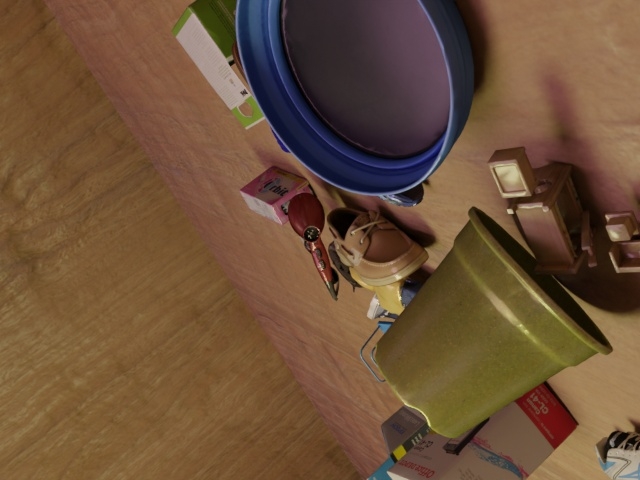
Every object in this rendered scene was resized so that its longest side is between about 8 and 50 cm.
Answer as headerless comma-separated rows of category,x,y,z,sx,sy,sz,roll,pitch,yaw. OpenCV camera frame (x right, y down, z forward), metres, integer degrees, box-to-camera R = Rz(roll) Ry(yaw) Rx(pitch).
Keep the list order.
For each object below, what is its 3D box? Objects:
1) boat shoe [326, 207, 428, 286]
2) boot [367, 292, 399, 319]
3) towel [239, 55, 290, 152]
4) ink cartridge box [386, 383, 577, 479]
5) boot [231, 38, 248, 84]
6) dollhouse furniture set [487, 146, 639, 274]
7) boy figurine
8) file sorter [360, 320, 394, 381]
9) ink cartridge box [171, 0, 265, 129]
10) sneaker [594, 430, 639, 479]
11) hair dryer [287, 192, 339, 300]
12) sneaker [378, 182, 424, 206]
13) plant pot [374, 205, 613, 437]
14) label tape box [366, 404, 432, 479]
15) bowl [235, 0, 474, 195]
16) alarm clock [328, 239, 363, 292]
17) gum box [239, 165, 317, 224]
boat shoe,0.096,0.003,1.762,0.110,0.122,0.341,59,165,-19
boot,0.160,0.162,2.037,0.086,0.069,0.190,30,171,9
towel,-0.006,-0.244,1.434,0.308,0.076,0.227,5,120,53
ink cartridge box,0.307,0.405,1.705,0.131,0.306,0.226,53,164,-4
boot,-0.039,-0.285,1.611,0.305,0.112,0.115,48,140,11
dollhouse furniture set,0.328,-0.059,1.103,0.161,0.101,0.182,-3,126,41
boy figurine,0.168,0.103,1.837,0.285,0.092,0.177,32,155,52
file sorter,0.191,0.263,2.003,0.170,0.104,0.118,-1,131,53
ink cartridge box,-0.172,-0.362,1.771,0.255,0.097,0.189,53,164,-10
sneaker,0.508,0.343,1.416,0.086,0.085,0.237,45,162,9
hair dryer,0.000,0.000,1.922,0.223,0.080,0.293,63,-178,18
sneaker,0.103,-0.150,1.496,0.221,0.083,0.087,52,159,-6
plant pot,0.224,0.136,1.266,0.276,0.254,0.276,42,-167,-13
label tape box,0.247,0.472,1.964,0.106,0.334,0.240,25,149,58
bowl,0.044,-0.251,1.237,0.391,0.077,0.391,29,137,31
alarm clock,0.065,0.034,2.033,0.129,0.064,0.192,29,149,55
gum box,-0.100,-0.108,2.093,0.188,0.107,0.062,27,151,57
